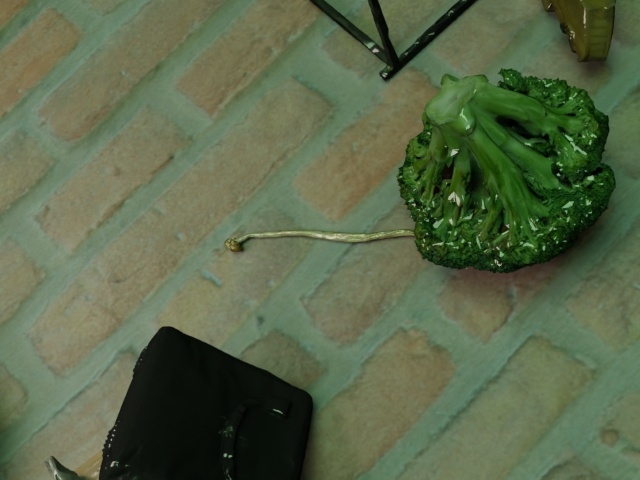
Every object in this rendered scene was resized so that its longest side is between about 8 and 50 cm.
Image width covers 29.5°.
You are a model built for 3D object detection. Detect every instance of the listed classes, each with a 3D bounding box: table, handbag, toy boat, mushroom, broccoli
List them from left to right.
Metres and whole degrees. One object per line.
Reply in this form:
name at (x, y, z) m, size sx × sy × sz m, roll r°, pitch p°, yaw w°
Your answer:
handbag at (-0.137, 0.249, 1.505) m, size 0.244 × 0.088 × 0.275 m, roll 24°, pitch 33°, yaw -8°
mushroom at (0.000, -0.006, 1.720) m, size 0.286 × 0.026 × 0.028 m, roll -4°, pitch 81°, yaw 13°
table at (0.064, -0.471, 1.799) m, size 0.272 × 0.222 × 0.335 m, roll -42°, pitch 61°, yaw -7°
broccoli at (0.225, -0.098, 1.564) m, size 0.308 × 0.275 × 0.307 m, roll -28°, pitch 40°, yaw 27°
toy boat at (0.352, -0.390, 1.730) m, size 0.089 × 0.121 × 0.321 m, roll -4°, pitch 64°, yaw -11°

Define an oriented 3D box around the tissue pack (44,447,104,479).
tissue pack at (-0.216, 0.398, 1.483) m, size 0.239 × 0.238 × 0.305 m, roll -37°, pitch 61°, yaw -2°
